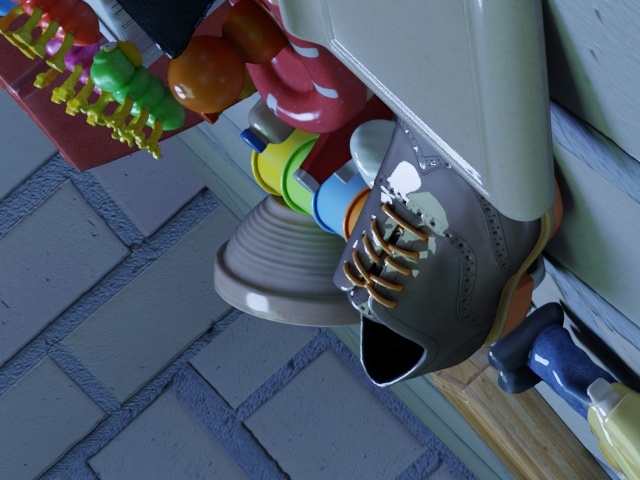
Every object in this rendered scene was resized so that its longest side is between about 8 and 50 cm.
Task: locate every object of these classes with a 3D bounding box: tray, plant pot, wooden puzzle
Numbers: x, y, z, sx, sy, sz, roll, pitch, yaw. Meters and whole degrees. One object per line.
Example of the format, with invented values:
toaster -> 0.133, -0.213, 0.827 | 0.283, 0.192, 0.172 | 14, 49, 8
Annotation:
tray -> 0.299, 0.299, 2.339 | 0.411, 0.076, 0.203 | 49, 175, -9
plant pot -> 0.000, 0.000, 2.135 | 0.237, 0.237, 0.110 | -140, 47, -58
plant pot -> -0.245, -0.236, 2.038 | 0.267, 0.236, 0.267 | 46, 175, 30
wooden puzzle -> 0.053, -0.144, 1.166 | 0.238, 0.044, 0.221 | 41, 160, 31

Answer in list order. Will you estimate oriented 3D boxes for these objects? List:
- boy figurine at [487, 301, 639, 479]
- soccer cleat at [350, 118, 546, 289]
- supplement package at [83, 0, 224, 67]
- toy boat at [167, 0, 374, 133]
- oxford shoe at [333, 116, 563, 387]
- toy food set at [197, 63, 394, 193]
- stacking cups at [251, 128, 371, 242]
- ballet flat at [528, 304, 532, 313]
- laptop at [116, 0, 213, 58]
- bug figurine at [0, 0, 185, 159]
boy figurine -> 0.269, 0.184, 1.644 | 0.285, 0.092, 0.177 | 50, 173, 28
soccer cleat -> 0.108, -0.033, 1.560 | 0.196, 0.068, 0.076 | 41, 170, 1
supplement package -> -0.172, -0.278, 1.570 | 0.194, 0.149, 0.203 | 47, 175, 12
toy boat -> -0.052, -0.155, 1.468 | 0.151, 0.151, 0.231 | 46, 174, 31
oxford shoe -> 0.083, 0.000, 1.386 | 0.130, 0.132, 0.364 | 44, 160, 27
toy food set -> 0.009, -0.078, 1.646 | 0.232, 0.104, 0.111 | 43, 175, -22
stacking cups -> 0.037, -0.038, 1.961 | 0.096, 0.096, 0.316 | 52, 172, -34
ballet flat -> 0.152, 0.035, 1.794 | 0.114, 0.041, 0.041 | 50, 175, -22
laptop -> -0.147, -0.293, 1.322 | 0.234, 0.264, 0.136 | 48, -149, 19
bug figurine -> -0.208, -0.164, 1.497 | 0.216, 0.072, 0.279 | 43, 173, -29
